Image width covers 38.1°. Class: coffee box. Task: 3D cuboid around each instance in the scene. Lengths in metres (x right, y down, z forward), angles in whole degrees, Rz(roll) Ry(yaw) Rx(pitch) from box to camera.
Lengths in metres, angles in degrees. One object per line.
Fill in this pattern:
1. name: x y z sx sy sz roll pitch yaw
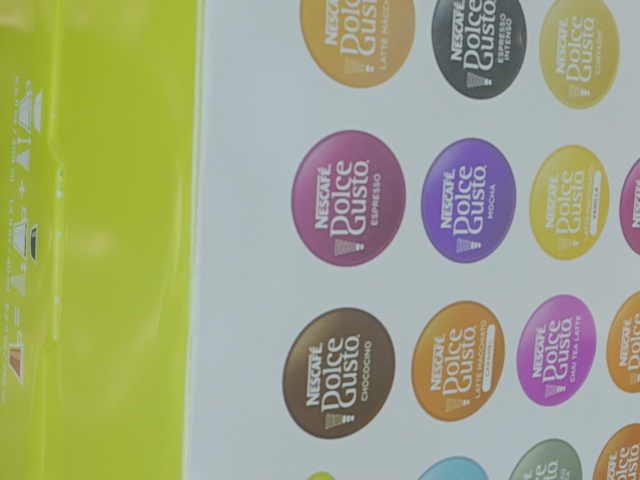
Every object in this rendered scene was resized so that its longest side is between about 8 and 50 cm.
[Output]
1. coffee box: 0.000 0.000 0.534 0.334 0.338 0.338 0 96 -33
